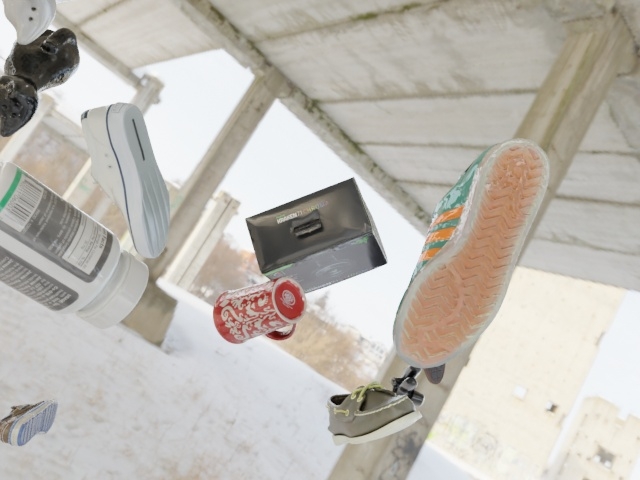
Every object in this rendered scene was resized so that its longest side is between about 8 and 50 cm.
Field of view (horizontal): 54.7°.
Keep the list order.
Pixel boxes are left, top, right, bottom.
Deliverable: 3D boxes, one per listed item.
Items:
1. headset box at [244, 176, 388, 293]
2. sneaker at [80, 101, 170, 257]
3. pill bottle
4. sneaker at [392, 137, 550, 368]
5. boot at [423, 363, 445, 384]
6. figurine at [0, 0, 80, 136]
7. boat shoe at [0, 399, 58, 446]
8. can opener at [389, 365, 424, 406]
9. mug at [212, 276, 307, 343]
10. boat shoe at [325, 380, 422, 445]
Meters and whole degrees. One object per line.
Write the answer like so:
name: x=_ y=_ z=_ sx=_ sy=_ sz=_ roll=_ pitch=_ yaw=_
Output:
headset box: x=0.000 y=0.000 z=1.342 sx=0.283 sy=0.247 sz=0.131 roll=54 pitch=16 yaw=-70
sneaker: x=-0.307 y=-0.093 z=0.981 sx=0.091 sy=0.094 sz=0.257 roll=3 pitch=-64 yaw=18
pill bottle: x=-0.544 y=0.023 z=1.255 sx=0.204 sy=0.204 sz=0.361 roll=17 pitch=-22 yaw=51
sneaker: x=0.180 y=0.017 z=0.777 sx=0.108 sy=0.302 sz=0.121 roll=29 pitch=-1 yaw=-4
boot: x=0.269 y=0.277 z=1.669 sx=0.082 sy=0.219 sz=0.106 roll=-7 pitch=-7 yaw=-28
figurine: x=-0.360 y=-0.264 z=0.787 sx=0.093 sy=0.214 sz=0.209 roll=16 pitch=37 yaw=-19
boat shoe: x=-0.560 y=0.337 z=1.177 sx=0.066 sy=0.066 sz=0.183 roll=11 pitch=-5 yaw=-1
can opener: x=0.171 y=0.274 z=1.196 sx=0.073 sy=0.059 sz=0.186 roll=8 pitch=-28 yaw=7
mug: x=-0.104 y=0.136 z=1.232 sx=0.169 sy=0.113 sz=0.150 roll=-22 pitch=-23 yaw=41
boat shoe: x=0.080 y=0.302 z=1.094 sx=0.305 sy=0.109 sz=0.091 roll=130 pitch=-56 yaw=-64
